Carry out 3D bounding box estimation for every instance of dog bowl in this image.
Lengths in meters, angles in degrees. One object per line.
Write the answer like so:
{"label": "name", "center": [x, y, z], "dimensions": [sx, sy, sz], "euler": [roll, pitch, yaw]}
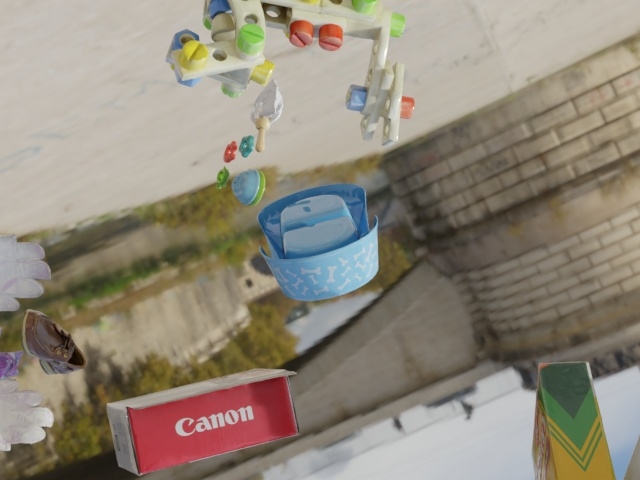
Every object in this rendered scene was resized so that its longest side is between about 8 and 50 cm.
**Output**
{"label": "dog bowl", "center": [0.000, 0.000, 1.514], "dimensions": [0.166, 0.074, 0.297], "euler": [-15, -160, 0]}

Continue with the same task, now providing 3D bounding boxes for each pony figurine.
{"label": "pony figurine", "center": [-0.558, 0.162, 1.551], "dimensions": [0.351, 0.303, 0.363], "euler": [-2, 167, -6]}

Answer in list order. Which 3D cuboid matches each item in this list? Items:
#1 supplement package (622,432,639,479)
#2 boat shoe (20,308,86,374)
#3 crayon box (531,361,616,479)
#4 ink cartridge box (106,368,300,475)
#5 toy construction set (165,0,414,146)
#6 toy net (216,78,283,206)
{"label": "supplement package", "center": [0.519, 0.271, 1.365], "dimensions": [0.293, 0.177, 0.175], "euler": [81, 32, -70]}
{"label": "boat shoe", "center": [-0.394, 0.150, 1.569], "dimensions": [0.060, 0.064, 0.178], "euler": [2, 153, 7]}
{"label": "crayon box", "center": [0.362, 0.353, 1.512], "dimensions": [0.081, 0.202, 0.318], "euler": [-2, -143, 3]}
{"label": "ink cartridge box", "center": [-0.212, 0.330, 1.953], "dimensions": [0.309, 0.130, 0.272], "euler": [-11, 177, -21]}
{"label": "toy construction set", "center": [-0.018, -0.240, 1.275], "dimensions": [0.328, 0.215, 0.151], "euler": [16, 150, -25]}
{"label": "toy net", "center": [-0.119, -0.184, 1.943], "dimensions": [0.045, 0.232, 0.122], "euler": [16, -167, -33]}
